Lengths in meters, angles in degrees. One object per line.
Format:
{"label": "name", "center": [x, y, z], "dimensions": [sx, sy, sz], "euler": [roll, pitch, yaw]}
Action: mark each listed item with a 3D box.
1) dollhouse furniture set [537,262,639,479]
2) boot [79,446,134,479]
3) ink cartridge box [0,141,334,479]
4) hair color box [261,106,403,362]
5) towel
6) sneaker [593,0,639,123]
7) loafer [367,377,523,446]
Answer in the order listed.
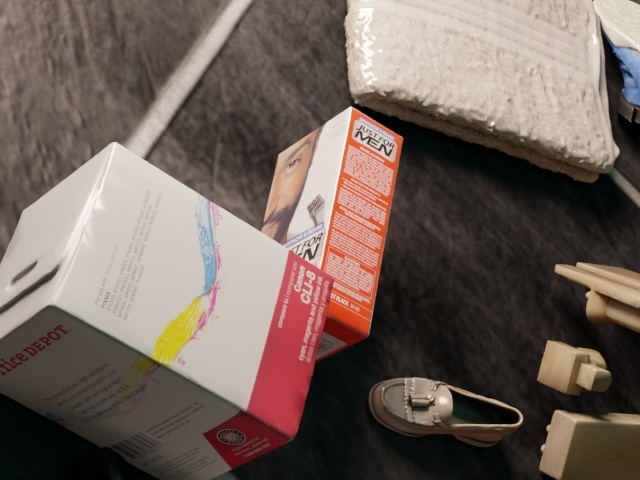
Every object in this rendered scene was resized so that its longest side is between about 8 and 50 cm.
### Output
{"label": "dollhouse furniture set", "center": [0.220, 0.103, 1.338], "dimensions": [0.144, 0.123, 0.151], "euler": [7, 100, -37]}
{"label": "boot", "center": [-0.094, 0.185, 1.031], "dimensions": [0.099, 0.045, 0.121], "euler": [-3, 79, -37]}
{"label": "ink cartridge box", "center": [-0.107, 0.050, 1.027], "dimensions": [0.176, 0.128, 0.127], "euler": [32, 52, -24]}
{"label": "hair color box", "center": [0.000, 0.000, 1.163], "dimensions": [0.053, 0.093, 0.167], "euler": [30, 53, -25]}
{"label": "towel", "center": [0.136, -0.163, 1.382], "dimensions": [0.282, 0.049, 0.187], "euler": [14, 60, -34]}
{"label": "sneaker", "center": [0.283, -0.153, 1.496], "dimensions": [0.058, 0.085, 0.152], "euler": [-10, 41, -25]}
{"label": "loafer", "center": [0.094, 0.122, 1.216], "dimensions": [0.125, 0.039, 0.045], "euler": [16, 61, -33]}
